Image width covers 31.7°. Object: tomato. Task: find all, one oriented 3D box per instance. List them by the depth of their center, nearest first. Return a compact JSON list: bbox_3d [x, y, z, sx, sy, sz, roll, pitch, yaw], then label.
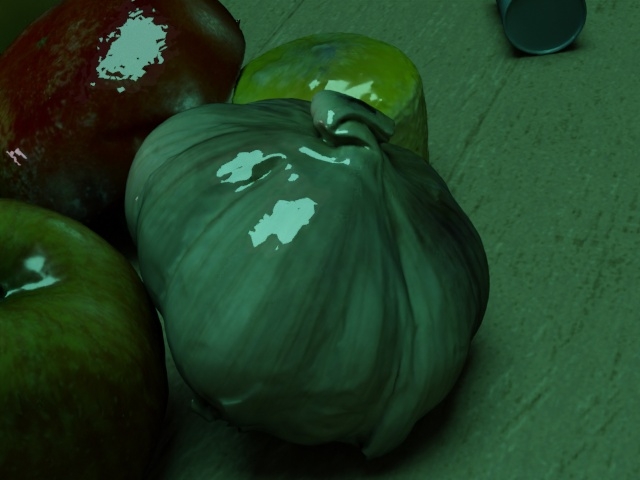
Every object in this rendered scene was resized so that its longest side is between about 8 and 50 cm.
[{"bbox_3d":[-0.240,-0.163,1.162,0.338,0.144,0.338,-28,38,25],"label":"tomato"}]

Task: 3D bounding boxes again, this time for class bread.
[{"bbox_3d":[0.014,-0.115,1.131,0.197,0.170,0.197,-11,33,7],"label":"bread"}]

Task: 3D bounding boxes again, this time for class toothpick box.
[{"bbox_3d":[0.260,-0.308,1.376,0.101,0.101,0.153,-7,39,4],"label":"toothpick box"}]

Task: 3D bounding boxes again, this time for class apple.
[{"bbox_3d":[-0.264,0.097,0.841,0.277,0.250,0.309,30,58,23],"label":"apple"}]

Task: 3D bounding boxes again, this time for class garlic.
[{"bbox_3d":[-0.007,0.011,0.911,0.241,0.322,0.322,-31,32,23],"label":"garlic"}]

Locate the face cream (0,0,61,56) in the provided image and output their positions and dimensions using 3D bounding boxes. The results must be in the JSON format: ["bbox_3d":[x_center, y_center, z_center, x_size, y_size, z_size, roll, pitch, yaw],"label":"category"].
[{"bbox_3d":[-0.380,-0.266,1.370,0.218,0.218,0.179,-24,41,-17],"label":"face cream"}]

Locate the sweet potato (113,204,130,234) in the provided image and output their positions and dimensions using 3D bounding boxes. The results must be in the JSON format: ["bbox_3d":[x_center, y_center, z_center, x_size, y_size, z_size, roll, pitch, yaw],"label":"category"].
[{"bbox_3d":[-0.206,-0.087,1.227,0.075,0.075,0.273,-18,36,-10],"label":"sweet potato"}]
